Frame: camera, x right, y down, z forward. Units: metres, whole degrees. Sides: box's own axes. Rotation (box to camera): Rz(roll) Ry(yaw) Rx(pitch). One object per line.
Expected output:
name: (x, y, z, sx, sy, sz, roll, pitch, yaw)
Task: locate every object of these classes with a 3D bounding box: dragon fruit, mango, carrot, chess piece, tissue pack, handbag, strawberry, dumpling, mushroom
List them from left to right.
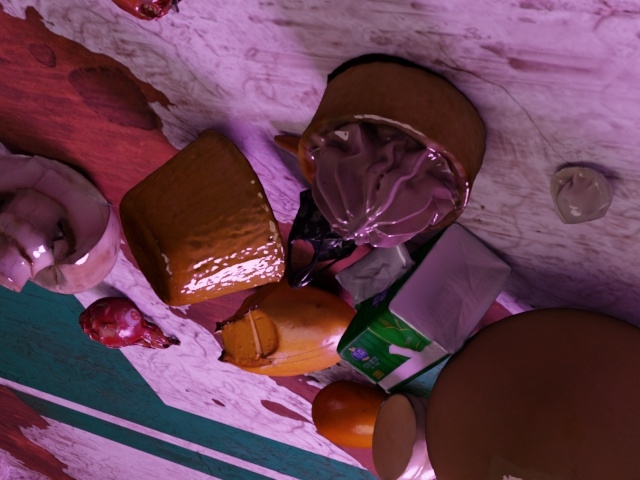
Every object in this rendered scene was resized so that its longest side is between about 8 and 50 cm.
mushroom: (-0.423, 0.001, 1.836, 0.253, 0.195, 0.189, 23, 157, 19)
strawberry: (-0.208, -0.289, 1.276, 0.152, 0.048, 0.104, 35, 150, -18)
dragon fruit: (-0.333, 0.150, 2.151, 0.190, 0.094, 0.094, 15, 159, -20)
mango: (-0.043, 0.125, 1.754, 0.252, 0.126, 0.154, -11, 122, 43)
handbag: (0.000, 0.000, 1.469, 0.072, 0.139, 0.115, 44, 151, -24)
carrot: (0.003, -0.103, 1.407, 0.142, 0.035, 0.035, 14, 150, 37)
mango: (0.071, 0.289, 1.950, 0.141, 0.102, 0.217, 38, 155, -30)
tissue pack: (0.103, 0.072, 1.486, 0.156, 0.148, 0.209, 38, 154, -3)
chess piece: (0.266, 0.284, 1.615, 0.397, 0.117, 0.117, 11, 161, -24)
dumpling: (0.267, -0.047, 1.239, 0.052, 0.057, 0.076, -12, 173, 2)

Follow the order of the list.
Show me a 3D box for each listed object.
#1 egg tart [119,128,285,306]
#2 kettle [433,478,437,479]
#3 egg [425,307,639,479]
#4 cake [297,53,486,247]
egg tart: (-0.147, -0.022, 1.506, 0.215, 0.170, 0.215, 50, 155, 34)
kettle: (0.286, 0.373, 1.849, 0.255, 0.165, 0.240, 27, 124, 15)
egg: (0.306, 0.236, 1.399, 0.373, 0.301, 0.301, 22, 153, 0)
cake: (0.059, -0.068, 1.254, 0.185, 0.178, 0.207, 44, 153, -28)
